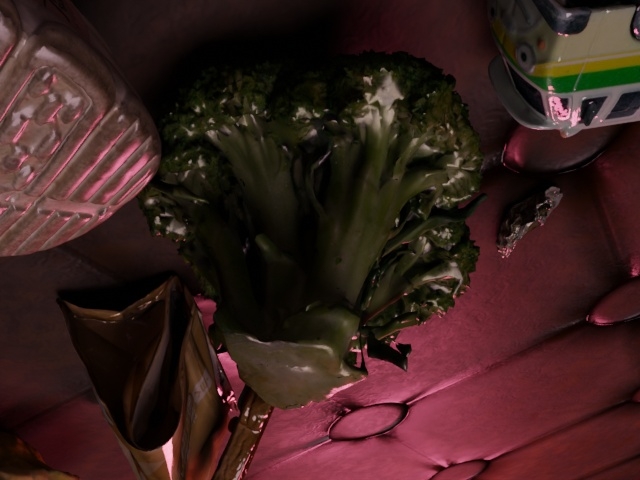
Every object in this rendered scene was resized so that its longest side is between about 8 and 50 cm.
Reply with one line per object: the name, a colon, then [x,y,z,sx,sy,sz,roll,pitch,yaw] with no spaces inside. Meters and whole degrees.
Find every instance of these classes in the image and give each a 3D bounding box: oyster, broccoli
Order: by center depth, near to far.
broccoli: [0.000,0.000,0.588,0.303,0.284,0.321,-20,127,22]
oyster: [0.252,-0.027,0.868,0.100,0.037,0.098,-45,159,3]

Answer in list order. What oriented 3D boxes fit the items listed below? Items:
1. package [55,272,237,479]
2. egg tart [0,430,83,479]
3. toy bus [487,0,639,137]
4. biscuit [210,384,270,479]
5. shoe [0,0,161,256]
package: [-0.176,0.190,0.859,0.165,0.221,0.311,-28,149,-21]
egg tart: [-0.507,0.369,0.953,0.387,0.169,0.388,-14,145,-10]
toy bus: [0.273,-0.181,0.581,0.275,0.134,0.165,-10,143,-10]
biscuit: [-0.075,0.195,0.879,0.049,0.197,0.302,24,98,2]
shoe: [-0.232,-0.141,0.370,0.171,0.198,0.351,-30,139,20]
